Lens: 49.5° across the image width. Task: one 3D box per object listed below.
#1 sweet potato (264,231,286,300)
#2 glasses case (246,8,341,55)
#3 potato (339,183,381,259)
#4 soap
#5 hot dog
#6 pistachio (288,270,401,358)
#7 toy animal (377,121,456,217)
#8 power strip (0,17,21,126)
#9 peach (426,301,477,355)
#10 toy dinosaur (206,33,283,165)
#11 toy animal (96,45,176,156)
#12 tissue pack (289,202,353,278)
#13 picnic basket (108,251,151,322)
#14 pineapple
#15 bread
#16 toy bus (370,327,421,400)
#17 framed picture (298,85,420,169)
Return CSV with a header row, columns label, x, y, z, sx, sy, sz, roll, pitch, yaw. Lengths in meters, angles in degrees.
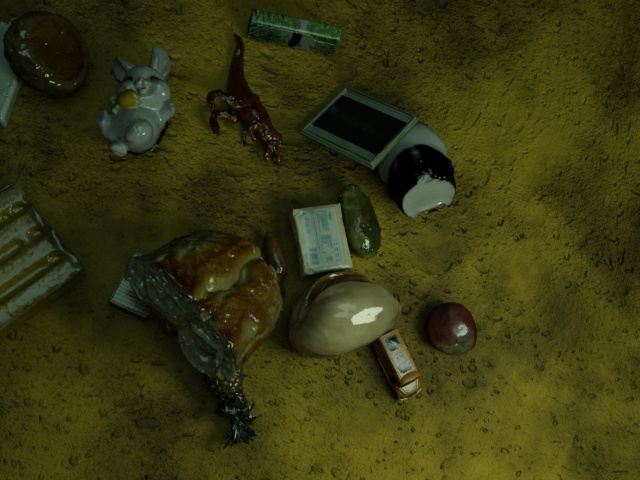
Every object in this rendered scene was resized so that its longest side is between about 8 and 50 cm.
label,x,y,z,sx,sy,sz,roll,pitch,yaw
sweet potato,-0.124,0.075,1.940,0.058,0.055,0.202,-10,79,6
glasses case,-0.081,-0.626,2.098,0.272,0.095,0.062,8,80,-12
potato,0.114,-0.056,2.005,0.117,0.090,0.225,-7,82,-54
soap,-0.804,0.067,1.721,0.335,0.156,0.293,-41,86,-19
hot dog,-0.267,0.129,1.773,0.367,0.196,0.365,50,34,-2
pistachio,0.057,0.204,1.879,0.309,0.230,0.229,-15,81,-20
toy animal,0.278,-0.210,2.031,0.213,0.212,0.266,0,46,-14
power strip,-0.865,-0.443,1.879,0.098,0.058,0.338,14,73,-11
peach,0.382,0.244,1.985,0.152,0.152,0.152,3,76,-13
toy dinosaur,-0.243,-0.406,2.005,0.208,0.097,0.432,-19,85,-31
toy animal,-0.503,-0.382,1.910,0.209,0.154,0.325,-12,58,4
tissue pack,0.000,0.000,1.969,0.148,0.092,0.196,-8,80,-15
picnic basket,-0.473,0.122,1.828,0.115,0.079,0.164,26,72,-7
pineapple,-0.230,0.412,1.807,0.125,0.125,0.251,-15,87,-17
bread,-0.739,-0.501,1.864,0.230,0.123,0.229,14,72,-50
toy bus,0.218,0.347,1.941,0.083,0.088,0.194,-24,83,-19
framed picture,0.110,-0.340,2.031,0.293,0.018,0.231,30,67,32
